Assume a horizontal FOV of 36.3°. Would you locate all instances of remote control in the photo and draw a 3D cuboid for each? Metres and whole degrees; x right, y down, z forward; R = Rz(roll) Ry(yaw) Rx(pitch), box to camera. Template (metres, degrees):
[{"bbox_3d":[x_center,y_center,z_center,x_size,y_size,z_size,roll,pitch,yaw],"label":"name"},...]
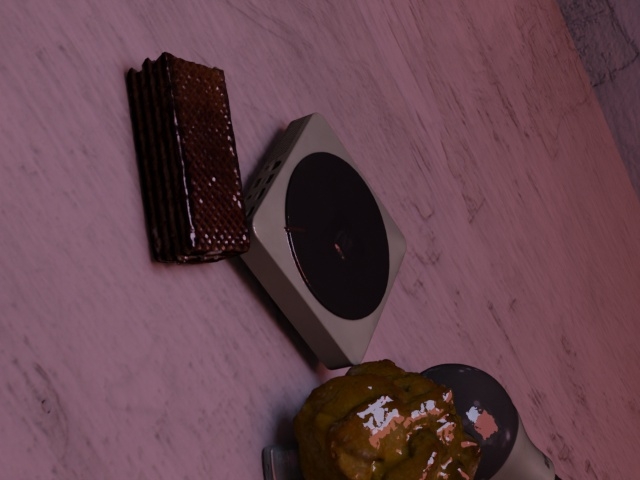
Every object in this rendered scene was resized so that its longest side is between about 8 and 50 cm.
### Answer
[{"bbox_3d":[-0.027,0.279,1.221,0.124,0.017,0.053,8,72,-53],"label":"remote control"}]

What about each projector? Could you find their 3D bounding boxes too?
[{"bbox_3d":[0.000,0.000,1.311,0.259,0.079,0.257,55,39,-26],"label":"projector"}]

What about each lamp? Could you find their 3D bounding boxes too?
[{"bbox_3d":[0.241,0.293,1.434,0.313,0.182,0.182,28,55,-34],"label":"lamp"}]

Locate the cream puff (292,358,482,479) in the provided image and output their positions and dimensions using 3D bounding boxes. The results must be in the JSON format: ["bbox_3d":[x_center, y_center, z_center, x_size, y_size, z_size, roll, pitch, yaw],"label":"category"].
[{"bbox_3d":[0.086,0.256,1.200,0.244,0.196,0.244,11,52,-14],"label":"cream puff"}]

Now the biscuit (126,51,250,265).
[{"bbox_3d":[-0.155,-0.097,1.142,0.106,0.070,0.252,4,74,-55],"label":"biscuit"}]
